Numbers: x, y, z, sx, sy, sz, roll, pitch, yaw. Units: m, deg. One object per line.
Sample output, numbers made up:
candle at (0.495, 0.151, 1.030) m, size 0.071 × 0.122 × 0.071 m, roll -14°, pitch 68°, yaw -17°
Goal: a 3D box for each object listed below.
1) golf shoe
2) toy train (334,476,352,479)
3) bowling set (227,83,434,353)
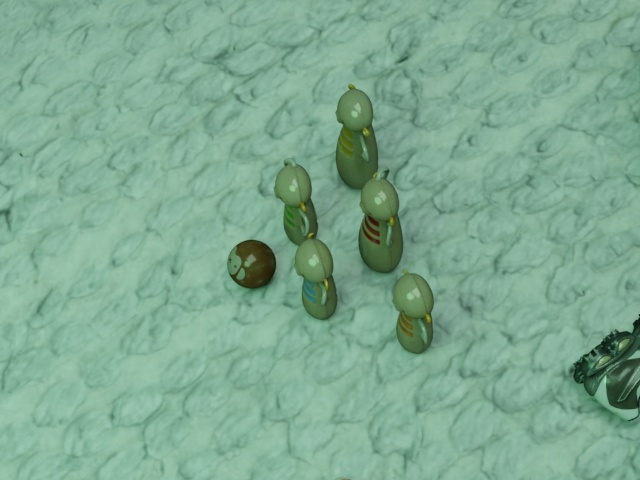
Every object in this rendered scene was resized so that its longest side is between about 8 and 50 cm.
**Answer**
golf shoe at (0.359, 0.109, 1.538) m, size 0.198 × 0.077 × 0.094 m, roll -37°, pitch 77°, yaw -8°
toy train at (0.032, 0.276, 1.438) m, size 0.166 × 0.046 × 0.125 m, roll -14°, pitch 40°, yaw -40°
bowling set at (0.000, 0.000, 1.562) m, size 0.200 × 0.154 × 0.287 m, roll -17°, pitch 62°, yaw -6°
